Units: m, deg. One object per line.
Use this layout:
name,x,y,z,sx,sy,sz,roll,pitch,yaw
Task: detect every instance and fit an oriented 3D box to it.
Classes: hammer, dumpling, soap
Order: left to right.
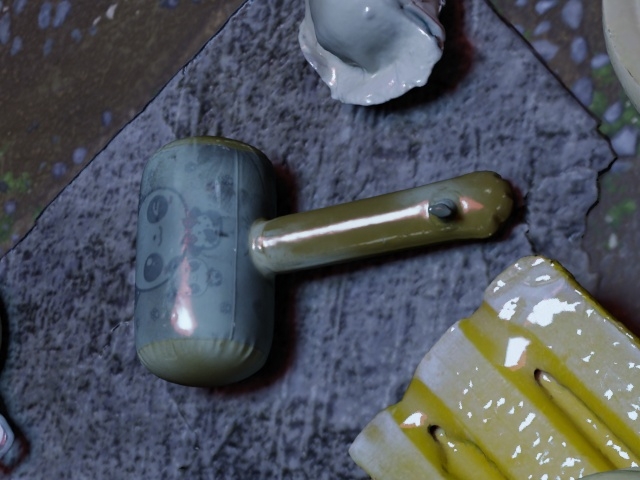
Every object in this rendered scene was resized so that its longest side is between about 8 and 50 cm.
hammer,0.000,0.000,1.229,0.305,0.113,0.202,-10,69,22
dumpling,0.033,-0.185,1.276,0.127,0.108,0.188,-45,63,44
soap,0.183,0.173,1.029,0.199,0.091,0.315,-50,51,7

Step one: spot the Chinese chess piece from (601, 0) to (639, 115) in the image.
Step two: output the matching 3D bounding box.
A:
Chinese chess piece,0.317,-0.167,1.066,0.273,0.102,0.273,-13,64,29

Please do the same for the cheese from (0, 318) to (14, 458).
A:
cheese,-0.326,0.110,1.420,0.137,0.064,0.227,-49,51,12

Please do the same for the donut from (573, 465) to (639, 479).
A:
donut,0.161,0.185,0.941,0.166,0.065,0.108,-33,56,20
